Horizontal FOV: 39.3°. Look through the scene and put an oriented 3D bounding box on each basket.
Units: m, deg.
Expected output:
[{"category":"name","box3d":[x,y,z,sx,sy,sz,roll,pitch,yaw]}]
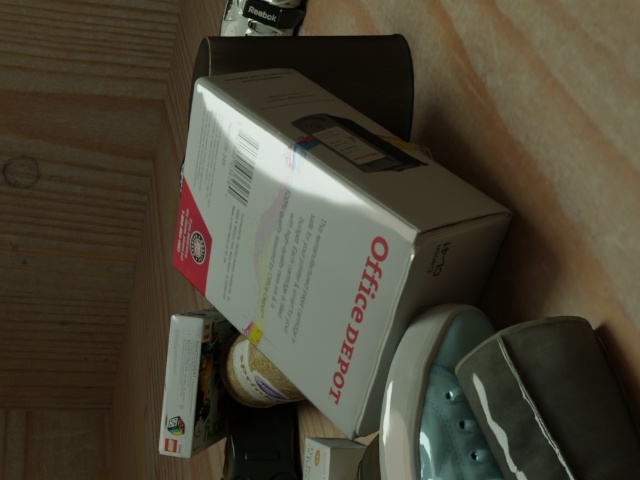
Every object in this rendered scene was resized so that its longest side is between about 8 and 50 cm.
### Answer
[{"category":"basket","box3d":[-0.029,-0.154,1.027,0.154,0.227,0.204,174,102,-72]}]

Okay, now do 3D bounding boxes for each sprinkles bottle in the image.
[{"category":"sprinkles bottle","box3d":[-0.034,0.143,1.129,0.355,0.121,0.121,144,129,-68]}]

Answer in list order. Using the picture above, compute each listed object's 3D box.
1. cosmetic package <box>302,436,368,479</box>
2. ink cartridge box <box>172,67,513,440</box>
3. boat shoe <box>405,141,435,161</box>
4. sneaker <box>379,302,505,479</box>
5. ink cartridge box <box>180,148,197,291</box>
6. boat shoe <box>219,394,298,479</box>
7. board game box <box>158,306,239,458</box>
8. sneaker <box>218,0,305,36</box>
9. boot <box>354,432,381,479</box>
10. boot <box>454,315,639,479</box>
[{"category":"cosmetic package","box3d":[0.014,0.349,1.016,0.099,0.060,0.239,164,111,-70]},{"category":"ink cartridge box","box3d":[0.000,0.000,0.850,0.306,0.131,0.226,38,128,34]},{"category":"boat shoe","box3d":[0.108,-0.040,0.864,0.050,0.045,0.135,-56,48,55]},{"category":"sneaker","box3d":[0.133,0.212,0.641,0.150,0.135,0.365,-16,59,37]},{"category":"ink cartridge box","box3d":[-0.188,-0.060,1.383,0.208,0.045,0.206,118,153,-50]},{"category":"boat shoe","box3d":[-0.087,0.360,1.261,0.120,0.123,0.324,105,171,-51]},{"category":"board game box","box3d":[-0.153,0.198,1.357,0.305,0.053,0.192,0,-84,-76]},{"category":"sneaker","box3d":[-0.088,-0.392,1.455,0.146,0.123,0.330,-143,60,-72]},{"category":"boot","box3d":[0.079,0.243,0.810,0.219,0.082,0.106,-113,30,-59]},{"category":"boot","box3d":[0.126,0.153,0.562,0.076,0.190,0.208,78,173,-48]}]
